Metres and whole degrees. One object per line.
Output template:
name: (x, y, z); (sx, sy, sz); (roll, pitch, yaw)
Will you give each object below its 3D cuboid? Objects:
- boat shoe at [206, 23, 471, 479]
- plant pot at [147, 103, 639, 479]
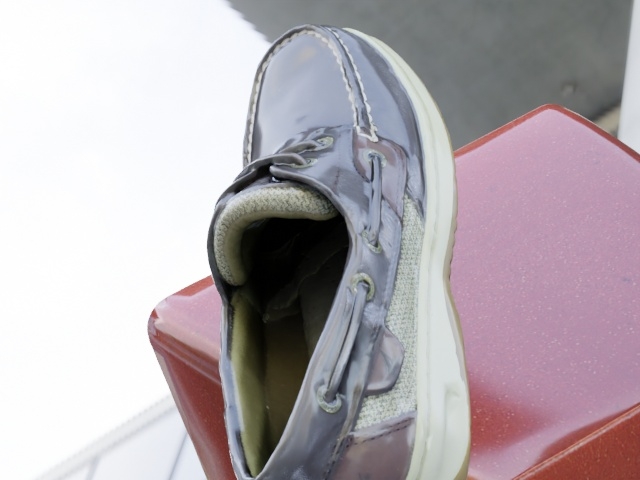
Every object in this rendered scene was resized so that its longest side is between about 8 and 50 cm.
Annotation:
boat shoe: (0.000, 0.000, 0.390); (0.049, 0.152, 0.056); (29, -54, -36)
plant pot: (0.113, 0.120, 0.821); (0.267, 0.236, 0.267); (-27, -66, -18)
